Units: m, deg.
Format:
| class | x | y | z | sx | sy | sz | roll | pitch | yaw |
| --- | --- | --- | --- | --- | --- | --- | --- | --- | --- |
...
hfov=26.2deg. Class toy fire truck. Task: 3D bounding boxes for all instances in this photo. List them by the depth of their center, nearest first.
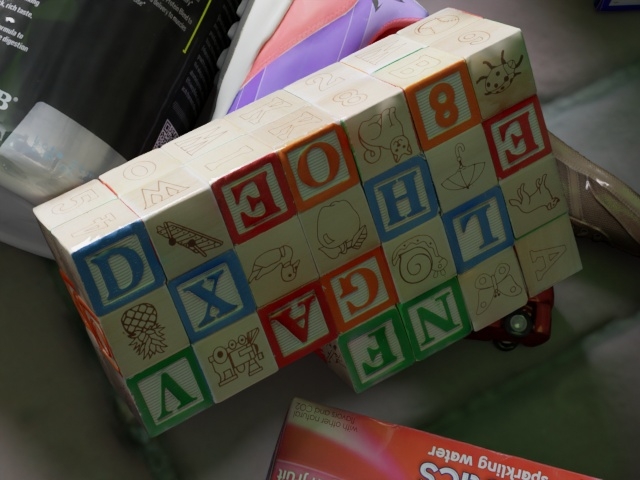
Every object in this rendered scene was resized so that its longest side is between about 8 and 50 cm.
| class | x | y | z | sx | sy | sz | roll | pitch | yaw |
| --- | --- | --- | --- | --- | --- | --- | --- | --- | --- |
| toy fire truck | 0.071 | 0.000 | 0.967 | 0.192 | 0.047 | 0.135 | 7 | 73 | -2 |

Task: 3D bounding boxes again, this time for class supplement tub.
| class | x | y | z | sx | sy | sz | roll | pitch | yaw |
| --- | --- | --- | --- | --- | --- | --- | --- | --- | --- |
| supplement tub | -0.154 | -0.170 | 0.920 | 0.207 | 0.207 | 0.338 | 23 | 73 | 3 |

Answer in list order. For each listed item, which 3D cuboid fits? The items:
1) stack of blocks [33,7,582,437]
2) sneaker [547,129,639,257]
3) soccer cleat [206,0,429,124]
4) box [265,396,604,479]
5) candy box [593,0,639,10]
| class | x | y | z | sx | sy | sz | roll | pitch | yaw |
| --- | --- | --- | --- | --- | --- | --- | --- | --- | --- |
| stack of blocks | 0.000 | 0.000 | 0.836 | 0.297 | 0.087 | 0.171 | -27 | 117 | -16 |
| sneaker | 0.166 | -0.031 | 0.983 | 0.188 | 0.066 | 0.071 | 39 | 92 | 13 |
| soccer cleat | -0.035 | -0.036 | 0.906 | 0.116 | 0.108 | 0.318 | 22 | 92 | 2 |
| box | 0.085 | 0.199 | 0.869 | 0.256 | 0.122 | 0.128 | 16 | 74 | 1 |
| candy box | 0.327 | -0.347 | 1.046 | 0.268 | 0.122 | 0.317 | -4 | 73 | -4 |
